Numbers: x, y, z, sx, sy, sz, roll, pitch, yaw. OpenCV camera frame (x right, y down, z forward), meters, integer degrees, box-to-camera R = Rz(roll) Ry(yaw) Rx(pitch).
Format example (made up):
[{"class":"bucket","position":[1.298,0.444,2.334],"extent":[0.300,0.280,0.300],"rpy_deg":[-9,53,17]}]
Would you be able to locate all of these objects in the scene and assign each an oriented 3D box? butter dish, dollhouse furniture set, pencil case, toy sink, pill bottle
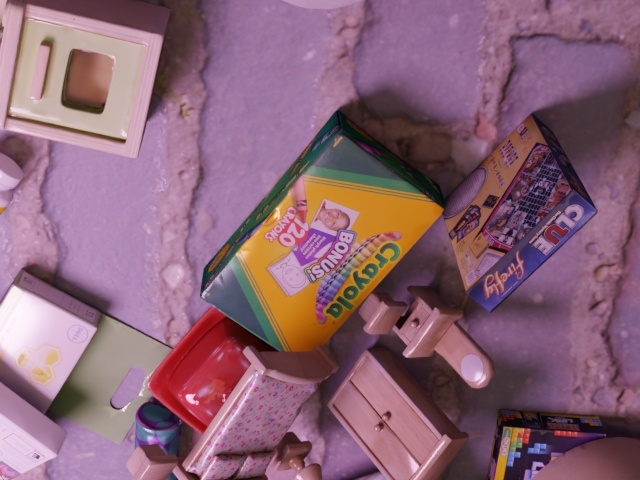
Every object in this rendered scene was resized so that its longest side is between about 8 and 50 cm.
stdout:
[{"class":"butter dish","position":[-0.111,0.185,1.704],"extent":[0.160,0.118,0.160],"rpy_deg":[41,91,-19]},{"class":"dollhouse furniture set","position":[0.004,0.213,1.597],"extent":[0.355,0.174,0.303],"rpy_deg":[4,126,-50]},{"class":"pencil case","position":[-0.214,0.291,1.791],"extent":[0.064,0.070,0.151],"rpy_deg":[19,119,26]},{"class":"toy sink","position":[-0.301,-0.203,1.524],"extent":[0.234,0.131,0.152],"rpy_deg":[13,113,-7]},{"class":"pill bottle","position":[-0.413,-0.050,1.626],"extent":[0.065,0.065,0.116],"rpy_deg":[39,108,-18]}]

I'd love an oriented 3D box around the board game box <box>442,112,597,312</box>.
[{"class":"board game box","position":[0.222,-0.037,1.557],"extent":[0.042,0.243,0.165],"rpy_deg":[39,108,-18]}]

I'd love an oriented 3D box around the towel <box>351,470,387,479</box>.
[{"class":"towel","position":[0.064,0.498,1.862],"extent":[0.320,0.090,0.374],"rpy_deg":[-25,111,15]}]

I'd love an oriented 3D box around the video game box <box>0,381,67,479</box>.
[{"class":"video game box","position":[-0.456,0.231,1.723],"extent":[0.187,0.048,0.205],"rpy_deg":[-31,117,36]}]

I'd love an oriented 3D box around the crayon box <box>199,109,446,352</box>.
[{"class":"crayon box","position":[0.000,0.000,1.655],"extent":[0.165,0.081,0.278],"rpy_deg":[35,109,-16]}]

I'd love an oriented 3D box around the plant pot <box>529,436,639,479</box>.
[{"class":"plant pot","position":[0.398,0.429,1.764],"extent":[0.284,0.191,0.284],"rpy_deg":[-10,120,-18]}]

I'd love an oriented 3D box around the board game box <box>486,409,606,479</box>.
[{"class":"board game box","position":[0.300,0.317,1.831],"extent":[0.141,0.048,0.170],"rpy_deg":[4,115,-3]}]

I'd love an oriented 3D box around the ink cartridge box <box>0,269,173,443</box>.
[{"class":"ink cartridge box","position":[-0.325,0.164,1.736],"extent":[0.235,0.056,0.171],"rpy_deg":[30,110,-13]}]

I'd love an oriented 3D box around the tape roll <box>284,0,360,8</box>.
[{"class":"tape roll","position":[0.001,-0.370,1.491],"extent":[0.219,0.072,0.219],"rpy_deg":[-1,115,-2]}]
